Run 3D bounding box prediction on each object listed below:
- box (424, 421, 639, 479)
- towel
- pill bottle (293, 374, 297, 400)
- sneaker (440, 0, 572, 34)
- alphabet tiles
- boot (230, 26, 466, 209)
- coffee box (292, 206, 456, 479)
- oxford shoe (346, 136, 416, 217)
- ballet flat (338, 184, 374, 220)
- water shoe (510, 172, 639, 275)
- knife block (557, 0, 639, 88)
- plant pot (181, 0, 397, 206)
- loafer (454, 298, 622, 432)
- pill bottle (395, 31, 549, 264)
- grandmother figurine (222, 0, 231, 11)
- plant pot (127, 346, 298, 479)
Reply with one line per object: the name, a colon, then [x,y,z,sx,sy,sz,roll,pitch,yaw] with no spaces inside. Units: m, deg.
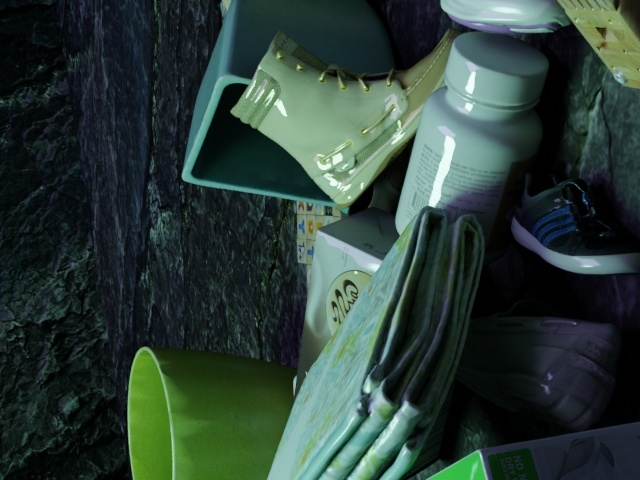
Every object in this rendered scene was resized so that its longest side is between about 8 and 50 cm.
box: [0.204,0.257,1.158,0.262,0.231,0.126,130,131,-59]
towel: [0.040,0.176,1.307,0.374,0.090,0.320,-58,6,41]
pill bottle: [0.023,0.296,1.784,0.121,0.121,0.221,-171,80,-69]
sneaker: [0.174,-0.314,1.335,0.305,0.114,0.152,-122,35,-53]
alphabet tiles: [0.000,0.000,1.969,0.198,0.009,0.237,-174,83,-68]
boot: [0.035,-0.191,1.512,0.262,0.203,0.095,-49,3,25]
coffee box: [0.074,0.133,1.557,0.168,0.119,0.297,27,121,32]
oxford shoe: [0.076,-0.003,1.644,0.097,0.098,0.271,-157,67,-67]
ballet flat: [0.060,-0.035,1.721,0.073,0.067,0.206,24,120,41]
water shoe: [0.245,-0.019,1.243,0.203,0.073,0.080,-149,61,-65]
knife block: [0.295,-0.298,1.098,0.275,0.242,0.088,46,174,-22]
plant pot: [-0.042,-0.229,1.754,0.247,0.248,0.252,120,154,-55]
loafer: [0.212,0.118,1.326,0.111,0.112,0.319,-57,19,-8]
pill bottle: [0.165,-0.098,1.360,0.131,0.131,0.229,-120,34,-50]
grandmother figurine: [-0.102,-0.385,1.858,0.342,0.208,0.104,50,-162,-75]
plant pot: [-0.113,0.284,1.897,0.275,0.294,0.274,178,90,-68]
